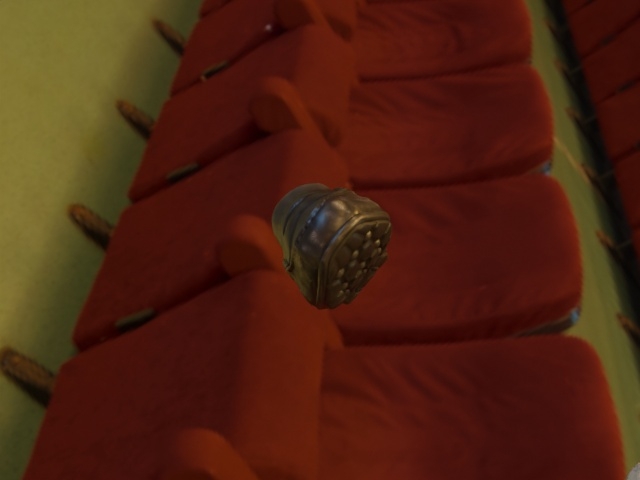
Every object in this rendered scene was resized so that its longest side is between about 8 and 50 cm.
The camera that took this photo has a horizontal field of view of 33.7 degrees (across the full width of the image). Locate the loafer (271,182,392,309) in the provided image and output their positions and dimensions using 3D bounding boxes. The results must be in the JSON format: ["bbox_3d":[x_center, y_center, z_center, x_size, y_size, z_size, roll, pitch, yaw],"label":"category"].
[{"bbox_3d":[0.000,0.000,0.703,0.078,0.076,0.223,38,-2,6],"label":"loafer"}]

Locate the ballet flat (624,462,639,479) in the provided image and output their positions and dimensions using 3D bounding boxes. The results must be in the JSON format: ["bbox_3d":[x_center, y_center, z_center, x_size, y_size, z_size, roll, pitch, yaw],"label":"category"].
[{"bbox_3d":[0.161,0.073,0.333,0.077,0.241,0.091,-31,69,-37],"label":"ballet flat"}]
